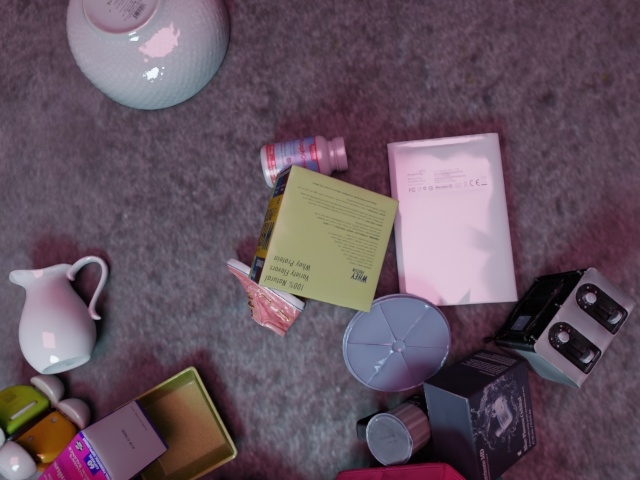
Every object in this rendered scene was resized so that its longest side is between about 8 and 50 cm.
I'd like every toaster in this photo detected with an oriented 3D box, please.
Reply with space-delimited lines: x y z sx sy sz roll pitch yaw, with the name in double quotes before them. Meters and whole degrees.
"toaster" 0.398 0.144 0.711 0.110 0.185 0.168 40 81 6

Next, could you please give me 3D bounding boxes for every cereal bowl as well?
"cereal bowl" -0.369 -0.455 0.859 0.340 0.141 0.338 -1 83 6

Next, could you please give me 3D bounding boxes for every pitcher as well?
"pitcher" -0.499 0.139 0.831 0.178 0.125 0.207 -21 71 -12

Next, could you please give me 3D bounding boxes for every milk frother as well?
"milk frother" 0.144 0.358 0.723 0.129 0.135 0.143 -33 68 33

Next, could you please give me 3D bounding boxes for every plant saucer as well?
"plant saucer" -0.276 0.367 0.814 0.189 0.045 0.188 -30 82 3

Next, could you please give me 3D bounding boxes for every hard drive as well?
"hard drive" 0.246 -0.038 0.804 0.211 0.040 0.317 -4 84 6

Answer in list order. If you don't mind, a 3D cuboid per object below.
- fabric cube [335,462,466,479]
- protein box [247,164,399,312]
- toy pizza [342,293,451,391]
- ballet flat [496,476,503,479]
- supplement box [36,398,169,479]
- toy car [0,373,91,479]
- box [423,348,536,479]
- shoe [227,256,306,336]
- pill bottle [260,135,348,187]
"fabric cube" 0.122 0.513 0.583 0.254 0.258 0.259 50 133 -3
"protein box" 0.000 0.000 0.746 0.200 0.136 0.200 16 86 -16
"toy pizza" 0.140 0.188 0.776 0.202 0.032 0.201 -1 106 -4
"ballet flat" 0.306 0.479 0.729 0.077 0.091 0.240 -33 78 24
"supplement box" -0.394 0.404 0.750 0.111 0.114 0.220 50 116 11
"toy car" -0.556 0.365 0.808 0.182 0.159 0.136 38 125 8
"box" 0.266 0.287 0.693 0.159 0.093 0.155 -15 98 -31
"shoe" -0.122 0.109 0.814 0.178 0.063 0.081 33 83 3
"pill bottle" -0.030 -0.157 0.820 0.160 0.087 0.087 -10 83 5
